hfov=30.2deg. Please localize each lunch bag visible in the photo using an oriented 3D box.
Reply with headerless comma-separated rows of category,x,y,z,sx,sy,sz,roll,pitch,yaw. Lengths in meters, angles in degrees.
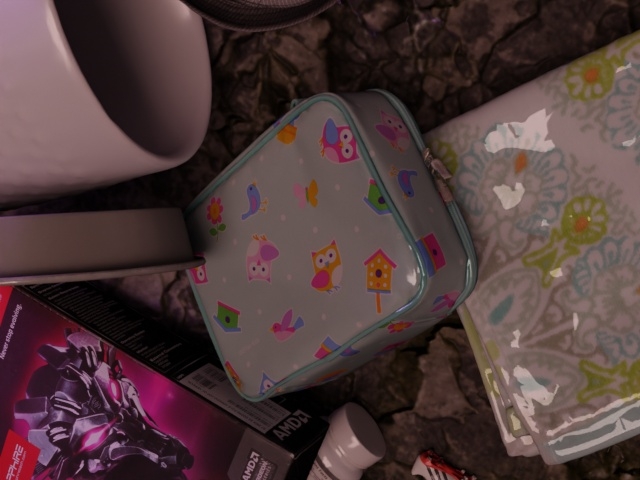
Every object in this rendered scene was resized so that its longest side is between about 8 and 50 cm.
lunch bag,0.000,0.000,1.056,0.279,0.108,0.224,-36,70,39

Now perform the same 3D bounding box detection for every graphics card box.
graphics card box,-0.198,0.197,1.180,0.371,0.094,0.232,29,111,15

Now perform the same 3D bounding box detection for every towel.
towel,0.280,-0.013,1.009,0.375,0.090,0.320,-25,77,17

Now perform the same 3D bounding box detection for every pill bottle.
pill bottle,-0.006,0.227,1.201,0.137,0.078,0.078,-37,97,18

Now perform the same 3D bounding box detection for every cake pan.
cake pan,-0.247,0.004,1.024,0.293,0.293,0.054,-3,92,12

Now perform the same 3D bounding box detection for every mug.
mug,-0.316,-0.204,1.034,0.328,0.276,0.374,-14,97,19

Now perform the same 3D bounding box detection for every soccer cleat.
soccer cleat,0.131,0.248,1.210,0.083,0.029,0.035,35,119,2

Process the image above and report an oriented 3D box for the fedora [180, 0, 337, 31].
fedora,-0.034,-0.303,0.981,0.244,0.124,0.275,20,104,-22
